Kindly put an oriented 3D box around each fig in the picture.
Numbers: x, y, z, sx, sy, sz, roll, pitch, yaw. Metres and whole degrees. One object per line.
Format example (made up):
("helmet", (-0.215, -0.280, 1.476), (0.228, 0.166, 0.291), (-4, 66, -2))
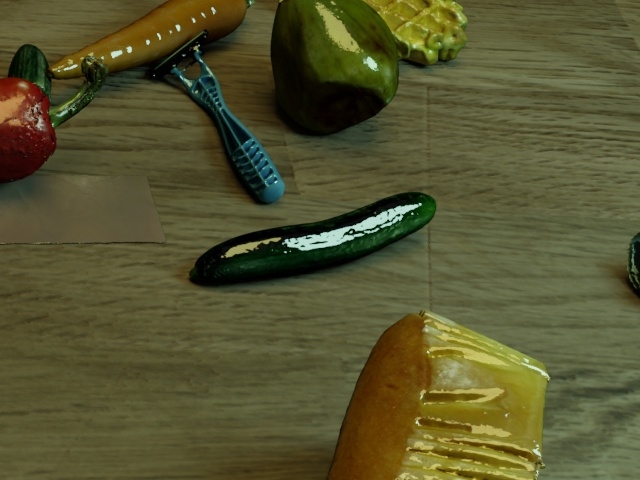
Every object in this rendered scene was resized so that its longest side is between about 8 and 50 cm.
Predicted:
("fig", (0.011, -0.205, 2.083), (0.144, 0.166, 0.154), (-21, 6, 7))

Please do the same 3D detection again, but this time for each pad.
("pad", (-0.255, -0.034, 1.891), (0.187, 0.006, 0.113), (0, 38, -19))

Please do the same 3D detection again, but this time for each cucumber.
("cucumber", (0.000, 0.000, 1.893), (0.284, 0.056, 0.056), (-16, 46, -28))
("cucumber", (-0.312, -0.176, 2.027), (0.048, 0.048, 0.105), (6, 35, -11))

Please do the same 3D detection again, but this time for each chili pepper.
("chili pepper", (-0.377, -0.090, 1.844), (0.387, 0.110, 0.110), (-18, 47, -26))

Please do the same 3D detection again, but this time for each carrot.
("carrot", (-0.181, -0.232, 2.114), (0.069, 0.069, 0.336), (32, 37, 23))

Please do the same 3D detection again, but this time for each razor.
("razor", (-0.101, -0.128, 2.037), (0.082, 0.042, 0.253), (-38, 49, 4))

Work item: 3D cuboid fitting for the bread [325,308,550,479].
("bread", (0.082, 0.192, 1.542), (0.156, 0.204, 0.288), (18, 41, -2))

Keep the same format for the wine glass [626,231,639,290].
("wine glass", (0.421, 0.016, 1.989), (0.195, 0.079, 0.079), (-6, 41, -26))

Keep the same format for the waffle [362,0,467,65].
("waffle", (0.085, -0.279, 2.283), (0.211, 0.055, 0.160), (27, 39, 18))
